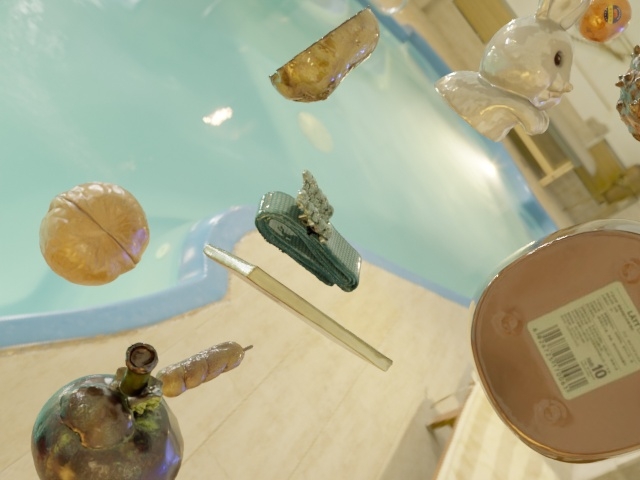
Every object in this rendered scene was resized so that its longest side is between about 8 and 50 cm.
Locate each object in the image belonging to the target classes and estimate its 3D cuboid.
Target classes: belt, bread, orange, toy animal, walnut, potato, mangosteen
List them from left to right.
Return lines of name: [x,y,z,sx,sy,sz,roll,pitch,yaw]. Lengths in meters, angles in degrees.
walnut: [-0.348,-0.011,1.081,0.165,0.165,0.197,41,-11,-26]
mangosteen: [-0.302,0.282,1.068,0.231,0.289,0.231,32,20,-13]
bread: [-0.323,0.351,2.003,0.344,0.124,0.084,-20,105,-46]
belt: [0.001,-0.003,0.901,0.179,0.100,0.065,40,40,-32]
potato: [0.017,-0.279,1.090,0.200,0.164,0.081,-44,104,-26]
toy animal: [0.237,-0.204,0.730,0.103,0.221,0.131,10,37,-56]
orange: [0.432,-0.343,1.077,0.083,0.083,0.084,40,29,-28]

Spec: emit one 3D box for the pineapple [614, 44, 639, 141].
pineapple: [0.412,-0.222,0.664,0.170,0.310,0.141,10,50,-1]

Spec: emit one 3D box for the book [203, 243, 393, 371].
book: [-0.031,0.082,0.881,0.231,0.022,0.162,37,-8,-28]

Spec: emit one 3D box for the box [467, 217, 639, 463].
box: [0.307,0.113,0.799,0.301,0.301,0.216,62,19,16]
